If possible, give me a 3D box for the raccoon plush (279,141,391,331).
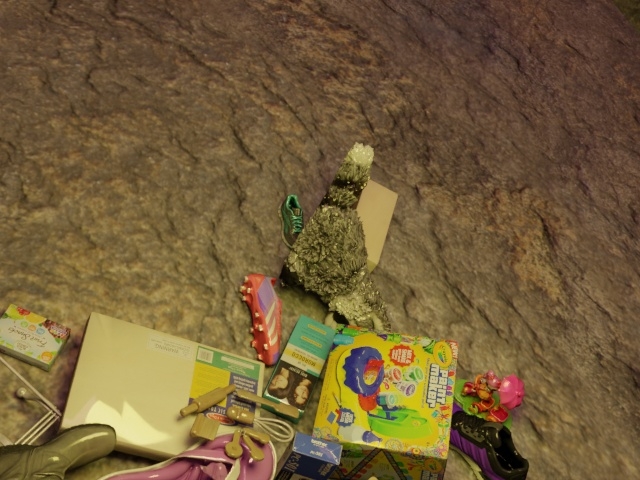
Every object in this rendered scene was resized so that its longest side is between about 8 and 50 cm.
[{"bbox_3d":[0.102,0.029,1.988,0.299,0.446,0.216,30,22,5],"label":"raccoon plush"}]

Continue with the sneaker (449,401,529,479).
[{"bbox_3d":[0.362,0.442,1.902,0.293,0.146,0.102,43,51,15],"label":"sneaker"}]

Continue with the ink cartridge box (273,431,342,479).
[{"bbox_3d":[-0.034,0.463,1.691,0.097,0.207,0.046,19,49,-6],"label":"ink cartridge box"}]

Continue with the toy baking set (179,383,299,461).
[{"bbox_3d":[-0.163,0.373,1.717,0.197,0.030,0.256,35,28,19],"label":"toy baking set"}]

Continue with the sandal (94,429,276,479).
[{"bbox_3d":[-0.244,0.472,1.585,0.416,0.102,0.169,-12,72,-37],"label":"sandal"}]

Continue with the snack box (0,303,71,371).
[{"bbox_3d":[-0.625,0.208,1.786,0.141,0.037,0.100,23,49,-2],"label":"snack box"}]

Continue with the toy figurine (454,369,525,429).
[{"bbox_3d":[0.413,0.362,1.978,0.130,0.159,0.173,-32,68,-37],"label":"toy figurine"}]

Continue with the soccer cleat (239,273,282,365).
[{"bbox_3d":[-0.123,0.182,1.975,0.095,0.083,0.248,1,50,-26],"label":"soccer cleat"}]

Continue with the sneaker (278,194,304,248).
[{"bbox_3d":[-0.071,-0.051,2.183,0.065,0.076,0.166,-4,55,-23],"label":"sneaker"}]

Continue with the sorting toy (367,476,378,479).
[{"bbox_3d":[0.089,0.620,1.529,0.257,0.089,0.255,48,46,12],"label":"sorting toy"}]

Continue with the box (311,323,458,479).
[{"bbox_3d":[0.144,0.365,1.813,0.279,0.177,0.290,8,49,7],"label":"box"}]

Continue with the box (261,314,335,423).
[{"bbox_3d":[-0.050,0.293,1.922,0.100,0.060,0.244,25,48,0],"label":"box"}]

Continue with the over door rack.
[{"bbox_3d":[-0.680,0.323,1.606,0.324,0.108,0.239,50,49,-6],"label":"over door rack"}]

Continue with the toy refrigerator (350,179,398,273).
[{"bbox_3d":[0.119,-0.031,2.232,0.102,0.094,0.269,27,48,-8],"label":"toy refrigerator"}]

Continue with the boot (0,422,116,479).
[{"bbox_3d":[-0.477,0.423,1.507,0.247,0.083,0.161,-11,23,-24],"label":"boot"}]

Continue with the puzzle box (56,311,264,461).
[{"bbox_3d":[-0.319,0.330,1.748,0.409,0.052,0.272,20,47,-19],"label":"puzzle box"}]
